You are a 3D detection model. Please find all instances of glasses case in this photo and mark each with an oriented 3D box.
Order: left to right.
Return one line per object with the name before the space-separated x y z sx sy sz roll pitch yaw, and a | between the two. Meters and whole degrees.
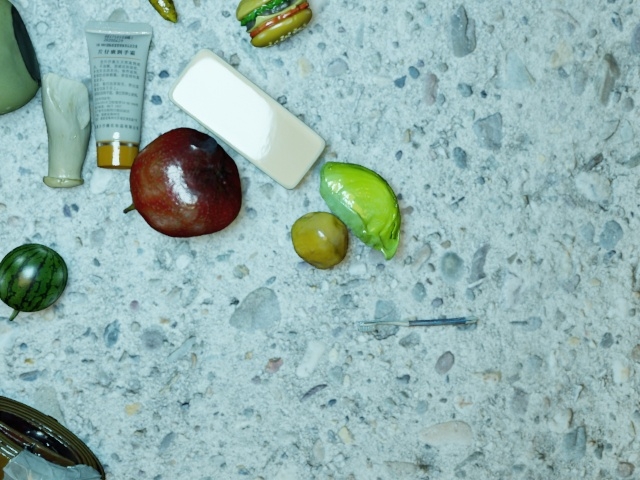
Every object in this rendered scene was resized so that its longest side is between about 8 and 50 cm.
glasses case | -0.156 -0.259 1.382 0.336 0.076 0.144 38 94 -8

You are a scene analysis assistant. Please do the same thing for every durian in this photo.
durian | 0.095 -0.079 1.406 0.250 0.101 0.139 45 76 -8

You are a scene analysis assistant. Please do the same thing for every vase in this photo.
vase | -0.736 -0.384 1.256 0.303 0.240 0.329 -15 63 -9

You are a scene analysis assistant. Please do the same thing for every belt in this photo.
belt | -0.631 0.467 1.369 0.339 0.217 0.122 37 94 -10

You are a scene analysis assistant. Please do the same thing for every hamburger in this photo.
hamburger | -0.094 -0.471 1.323 0.162 0.162 0.115 -29 105 0

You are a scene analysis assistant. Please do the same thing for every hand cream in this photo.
hand cream | -0.436 -0.309 1.351 0.140 0.089 0.313 3 93 -6

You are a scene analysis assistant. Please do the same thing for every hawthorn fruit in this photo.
hawthorn fruit | -0.308 -0.107 1.333 0.266 0.210 0.230 -17 104 12

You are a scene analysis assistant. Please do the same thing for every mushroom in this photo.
mushroom | -0.533 -0.229 1.343 0.096 0.108 0.246 5 110 -8

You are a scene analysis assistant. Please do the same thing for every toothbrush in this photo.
toothbrush | 0.228 0.195 1.498 0.288 0.024 0.026 -3 98 -5

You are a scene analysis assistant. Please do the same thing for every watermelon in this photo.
watermelon | -0.624 0.098 1.363 0.141 0.140 0.187 24 98 -7

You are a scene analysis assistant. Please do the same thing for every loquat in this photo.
loquat | 0.000 0.000 1.415 0.137 0.113 0.137 5 126 7

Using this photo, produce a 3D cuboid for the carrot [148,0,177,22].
carrot | -0.389 -0.592 1.326 0.066 0.066 0.314 -34 99 0
